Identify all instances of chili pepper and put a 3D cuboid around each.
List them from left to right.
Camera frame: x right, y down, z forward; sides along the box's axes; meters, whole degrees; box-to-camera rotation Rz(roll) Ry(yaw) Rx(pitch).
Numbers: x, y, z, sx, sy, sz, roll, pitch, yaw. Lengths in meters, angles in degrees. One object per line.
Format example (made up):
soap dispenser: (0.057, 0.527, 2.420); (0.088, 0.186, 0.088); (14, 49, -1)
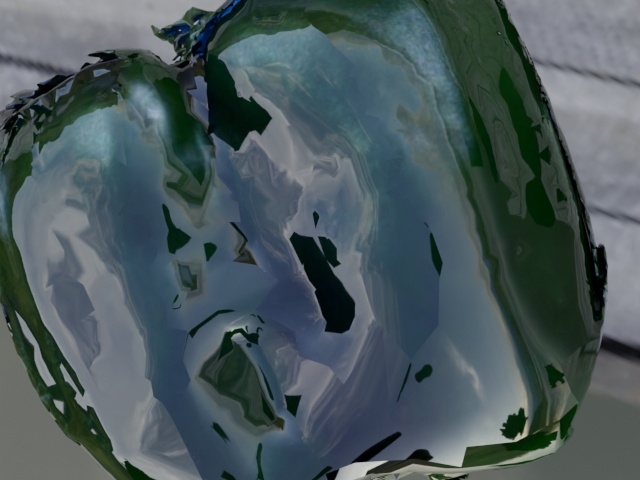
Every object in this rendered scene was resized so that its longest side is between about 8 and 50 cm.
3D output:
chili pepper: (0.000, 0.000, 0.776); (0.249, 0.233, 0.256); (-23, 86, 19)
